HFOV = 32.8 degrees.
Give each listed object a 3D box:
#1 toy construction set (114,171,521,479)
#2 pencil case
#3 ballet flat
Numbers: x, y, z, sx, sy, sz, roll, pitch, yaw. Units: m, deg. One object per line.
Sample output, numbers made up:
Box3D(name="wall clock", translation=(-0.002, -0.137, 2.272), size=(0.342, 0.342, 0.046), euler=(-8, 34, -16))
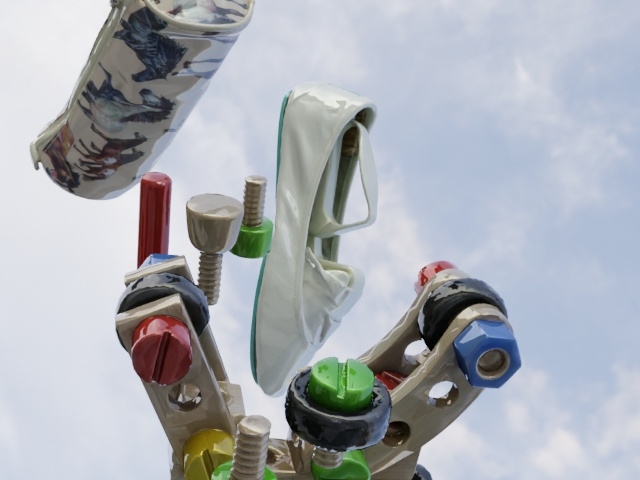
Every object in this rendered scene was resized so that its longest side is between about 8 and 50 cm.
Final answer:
Box3D(name="toy construction set", translation=(-0.036, 0.115, 0.744), size=(0.309, 0.257, 0.237), euler=(37, -51, 44))
Box3D(name="pencil case", translation=(-0.257, -0.216, 1.474), size=(0.183, 0.160, 0.410), euler=(15, -40, -27))
Box3D(name="ballet flat", translation=(0.000, 0.000, 1.340), size=(0.139, 0.139, 0.400), euler=(5, -95, 28))
